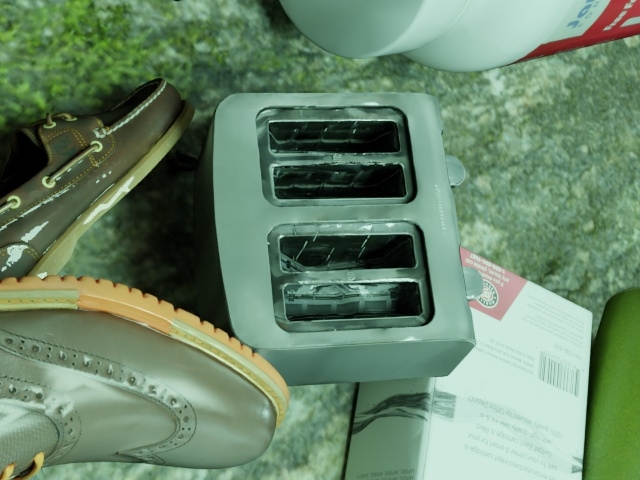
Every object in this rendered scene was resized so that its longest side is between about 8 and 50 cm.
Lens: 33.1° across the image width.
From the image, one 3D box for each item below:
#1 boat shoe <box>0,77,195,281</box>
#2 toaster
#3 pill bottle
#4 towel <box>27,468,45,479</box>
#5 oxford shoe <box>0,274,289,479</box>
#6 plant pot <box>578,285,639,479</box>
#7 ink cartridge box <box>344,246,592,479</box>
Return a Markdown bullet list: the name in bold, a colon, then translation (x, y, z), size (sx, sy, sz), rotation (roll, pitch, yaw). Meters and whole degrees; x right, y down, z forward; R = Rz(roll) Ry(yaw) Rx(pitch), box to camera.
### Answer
- **boat shoe**: translation (-0.154, -0.038, 0.637), size (0.073, 0.073, 0.207), rotation (50, 52, -18)
- **toaster**: translation (0.000, 0.000, 0.676), size (0.186, 0.110, 0.168), rotation (-1, 70, -13)
- **pill bottle**: translation (0.161, -0.258, 0.853), size (0.408, 0.229, 0.229), rotation (-19, 89, -40)
- **towel**: translation (-0.200, 0.288, 0.472), size (0.312, 0.056, 0.324), rotation (-12, 77, -54)
- **oxford shoe**: translation (-0.181, 0.092, 0.527), size (0.364, 0.130, 0.132), rotation (12, 51, -25)
- **plant pot**: translation (0.287, 0.228, 0.808), size (0.275, 0.275, 0.293), rotation (36, 73, -25)
- **ink cartridge box**: translation (0.110, 0.136, 0.782), size (0.159, 0.092, 0.217), rotation (25, 60, -30)
